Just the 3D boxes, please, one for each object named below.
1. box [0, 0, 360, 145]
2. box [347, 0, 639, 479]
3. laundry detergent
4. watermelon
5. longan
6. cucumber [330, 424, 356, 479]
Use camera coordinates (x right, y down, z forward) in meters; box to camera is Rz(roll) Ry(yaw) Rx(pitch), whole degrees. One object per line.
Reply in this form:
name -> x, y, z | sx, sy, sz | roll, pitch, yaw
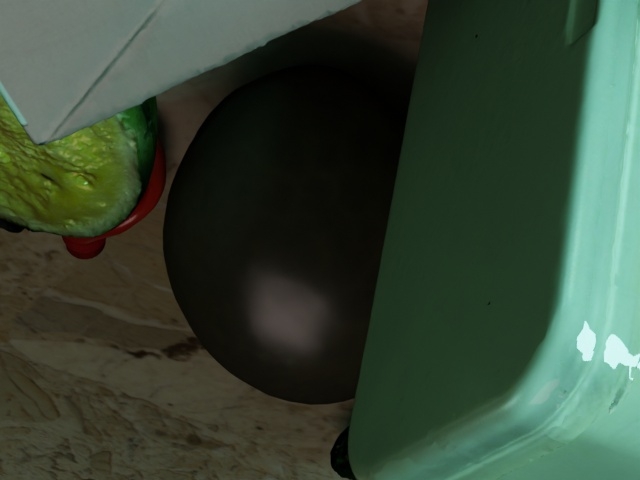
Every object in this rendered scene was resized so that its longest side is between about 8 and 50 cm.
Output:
box -> -0.091, -0.173, 0.836 | 0.215, 0.086, 0.215 | -22, 124, 10
box -> 0.216, -0.007, 0.858 | 0.343, 0.352, 0.177 | 23, 148, -21
laundry detergent -> -0.152, -0.036, 1.247 | 0.097, 0.049, 0.165 | 9, 152, 0
watermelon -> -0.182, -0.099, 1.071 | 0.204, 0.127, 0.232 | 7, 151, 20
longan -> 0.000, 0.000, 1.111 | 0.198, 0.198, 0.212 | -6, 166, 29
cucumber -> 0.094, 0.139, 1.421 | 0.067, 0.068, 0.293 | 32, 146, -29
